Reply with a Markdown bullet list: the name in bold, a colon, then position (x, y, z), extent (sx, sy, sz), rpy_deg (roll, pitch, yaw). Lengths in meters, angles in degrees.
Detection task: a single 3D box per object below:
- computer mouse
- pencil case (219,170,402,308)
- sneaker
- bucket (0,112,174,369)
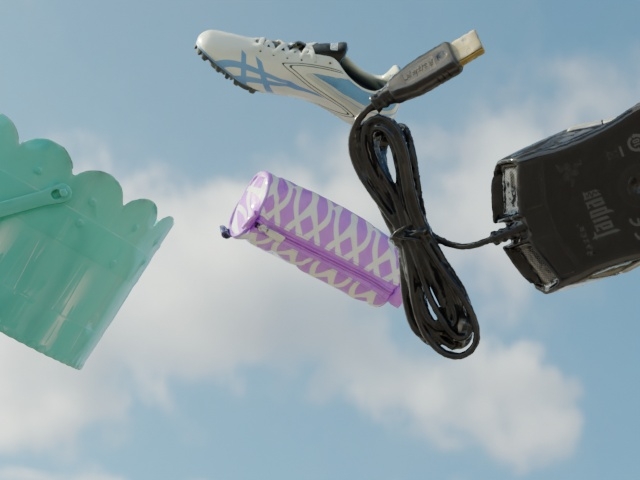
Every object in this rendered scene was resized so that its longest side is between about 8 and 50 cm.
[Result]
- **computer mouse**: position (0.148, -0.055, 0.942), extent (0.262, 0.184, 0.060), rpy_deg (-26, -4, 22)
- **pencil case**: position (0.000, 0.000, 1.651), extent (0.206, 0.088, 0.086), rpy_deg (25, -75, -21)
- **sneaker**: position (-0.021, -0.194, 1.685), extent (0.237, 0.085, 0.086), rpy_deg (18, -68, -5)
- **bucket**: position (-0.304, -0.004, 1.535), extent (0.281, 0.183, 0.281), rpy_deg (28, -8, 4)
